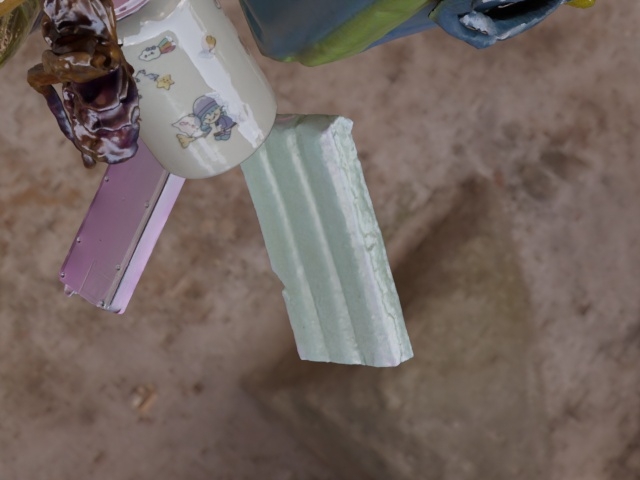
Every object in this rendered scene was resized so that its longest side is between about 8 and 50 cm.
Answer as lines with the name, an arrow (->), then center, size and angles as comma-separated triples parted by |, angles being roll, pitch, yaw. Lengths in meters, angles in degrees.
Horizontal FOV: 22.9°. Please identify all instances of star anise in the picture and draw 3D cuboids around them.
star anise -> -0.147, -0.097, 0.993 | 0.070, 0.097, 0.190 | -14, 148, -4

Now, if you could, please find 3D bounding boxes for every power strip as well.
power strip -> -0.256, -0.038, 2.097 | 0.037, 0.109, 0.279 | 13, 106, -55

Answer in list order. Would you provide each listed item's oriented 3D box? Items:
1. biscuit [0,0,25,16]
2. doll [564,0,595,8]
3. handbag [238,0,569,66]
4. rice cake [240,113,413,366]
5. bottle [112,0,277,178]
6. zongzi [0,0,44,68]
biscuit -> -0.331, -0.304, 1.350 | 0.262, 0.262, 0.037 | -49, 178, -6
doll -> 0.166, -0.279, 1.370 | 0.097, 0.137, 0.209 | -52, 128, -2
handbag -> 0.084, -0.206, 0.607 | 0.241, 0.222, 0.263 | -23, 175, -29
rice cake -> 0.000, 0.000, 1.361 | 0.043, 0.127, 0.237 | -33, 115, -45
bottle -> -0.125, -0.155, 1.149 | 0.110, 0.110, 0.233 | -46, 136, -12
zongzi -> -0.438, -0.380, 1.758 | 0.208, 0.432, 0.403 | -26, 109, 3
